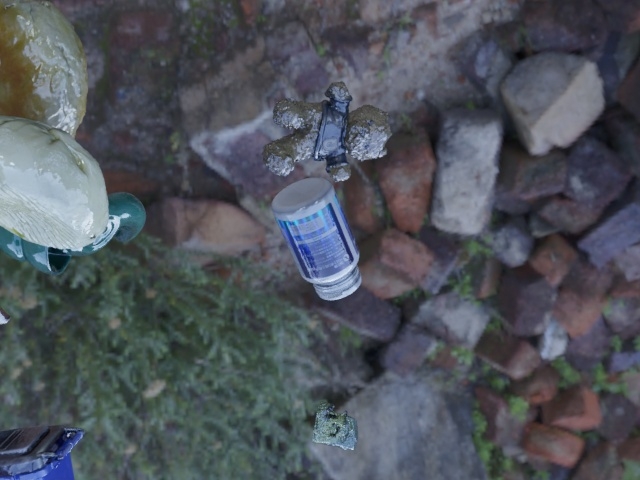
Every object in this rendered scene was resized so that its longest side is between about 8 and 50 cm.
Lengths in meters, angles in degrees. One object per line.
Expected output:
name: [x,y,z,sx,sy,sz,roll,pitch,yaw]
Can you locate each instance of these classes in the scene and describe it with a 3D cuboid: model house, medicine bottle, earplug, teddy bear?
model house: [0.031,0.352,1.859,0.083,0.078,0.066,10,163,9]
medicine bottle: [0.000,0.000,1.613,0.107,0.107,0.191,-17,119,11]
earplug: [-0.489,-0.035,1.896,0.280,0.257,0.163,8,118,-4]
teddy bear: [0.007,-0.207,1.820,0.251,0.129,0.181,0,110,-22]

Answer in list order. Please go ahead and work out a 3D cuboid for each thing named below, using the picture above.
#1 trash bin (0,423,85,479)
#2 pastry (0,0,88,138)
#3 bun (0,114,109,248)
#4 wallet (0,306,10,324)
trash bin: [-0.468,0.432,1.610,0.184,0.234,0.162,-9,-169,9]
pastry: [-0.526,-0.263,1.665,0.330,0.329,0.136,-30,176,31]
bun: [-0.447,-0.104,1.520,0.259,0.160,0.259,16,159,7]
wallet: [-0.786,0.128,2.125,0.133,0.039,0.243,-17,149,0]
